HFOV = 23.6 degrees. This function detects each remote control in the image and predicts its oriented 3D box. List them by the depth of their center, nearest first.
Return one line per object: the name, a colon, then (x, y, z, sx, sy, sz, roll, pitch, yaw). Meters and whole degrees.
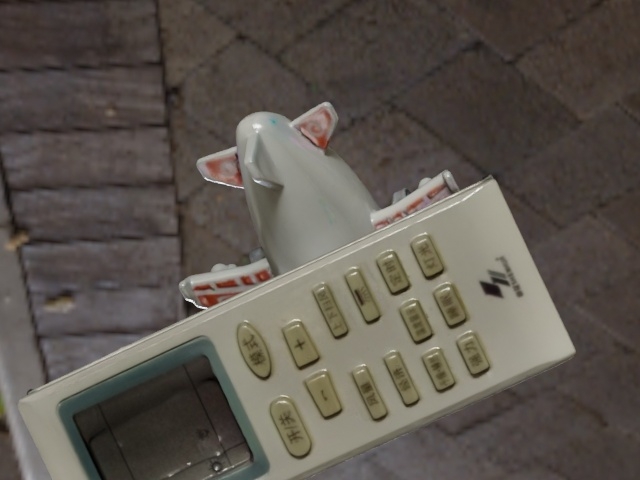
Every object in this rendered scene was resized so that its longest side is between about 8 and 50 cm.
remote control: (-0.014, 0.070, 0.807, 0.277, 0.103, 0.055, -25, -179, 5)

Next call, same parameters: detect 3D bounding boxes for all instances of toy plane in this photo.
toy plane: (0.000, -0.002, 1.270, 0.252, 0.118, 0.252, 1, 123, 1)
